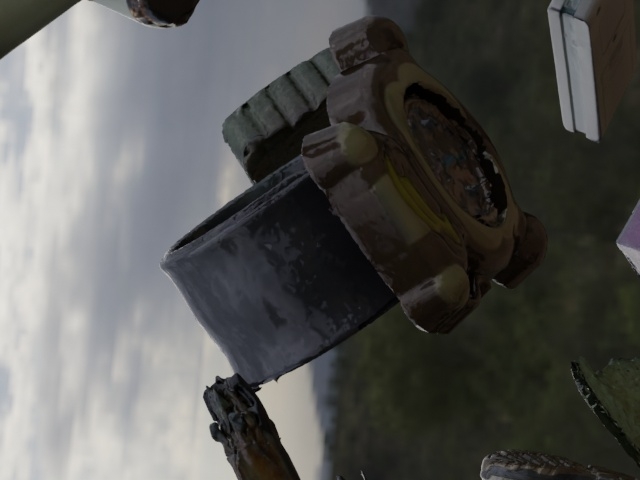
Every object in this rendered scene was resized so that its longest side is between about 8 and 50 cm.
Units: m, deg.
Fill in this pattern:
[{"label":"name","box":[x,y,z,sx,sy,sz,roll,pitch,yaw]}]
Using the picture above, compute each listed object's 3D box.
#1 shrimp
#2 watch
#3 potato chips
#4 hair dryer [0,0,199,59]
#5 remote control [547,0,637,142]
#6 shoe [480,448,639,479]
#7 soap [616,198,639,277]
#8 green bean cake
[{"label":"shrimp","box":[-0.009,0.183,1.271,0.219,0.046,0.152,62,-159,-3]},{"label":"watch","box":[0.000,0.000,1.740,0.314,0.327,0.335,54,-154,-7]},{"label":"potato chips","box":[0.243,0.125,1.056,0.026,0.209,0.142,116,174,-45]},{"label":"hair dryer","box":[-0.189,-0.226,1.459,0.362,0.203,0.128,31,156,55]},{"label":"remote control","box":[0.288,-0.213,1.892,0.103,0.055,0.277,-62,-20,-15]},{"label":"shoe","box":[0.242,0.266,1.780,0.089,0.180,0.092,-135,58,-85]},{"label":"soap","box":[0.531,-0.053,2.489,0.259,0.081,0.181,-58,-43,-13]},{"label":"green bean cake","box":[-0.008,-0.113,1.993,0.094,0.173,0.181,53,177,39]}]
